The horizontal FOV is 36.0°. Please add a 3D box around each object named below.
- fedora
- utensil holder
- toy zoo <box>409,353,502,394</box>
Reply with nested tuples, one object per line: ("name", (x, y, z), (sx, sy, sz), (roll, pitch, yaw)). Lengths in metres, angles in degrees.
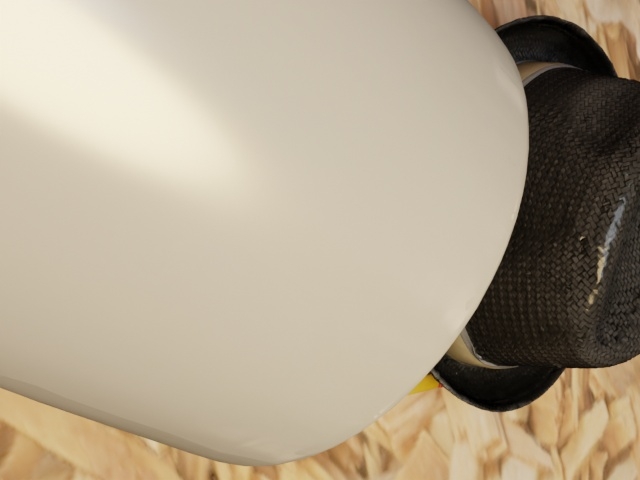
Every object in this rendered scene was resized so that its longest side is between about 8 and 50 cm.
("fedora", (0.211, -0.015, 0.785), (0.334, 0.152, 0.334), (-8, 102, -40))
("utensil holder", (-0.131, -0.096, 0.470), (0.385, 0.327, 0.328), (31, 74, -37))
("toy zoo", (0.099, 0.025, 0.817), (0.293, 0.030, 0.192), (-6, 101, -40))
